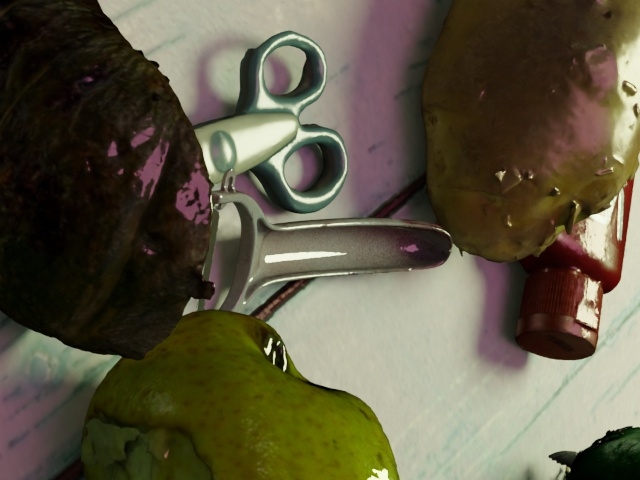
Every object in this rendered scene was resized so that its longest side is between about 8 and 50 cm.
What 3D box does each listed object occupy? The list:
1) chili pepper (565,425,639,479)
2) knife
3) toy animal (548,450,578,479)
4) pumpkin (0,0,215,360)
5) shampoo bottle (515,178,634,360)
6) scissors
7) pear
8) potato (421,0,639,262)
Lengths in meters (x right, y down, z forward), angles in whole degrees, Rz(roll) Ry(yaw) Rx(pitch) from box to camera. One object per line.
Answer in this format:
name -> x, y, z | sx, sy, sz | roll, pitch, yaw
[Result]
chili pepper -> 0.308, 0.288, 1.539 | 0.233, 0.256, 0.248 | 45, 60, -52
knife -> -0.001, -0.001, 1.404 | 0.278, 0.053, 0.123 | -6, 115, -50
toy animal -> 0.223, 0.206, 1.635 | 0.050, 0.028, 0.084 | -49, 129, -36
pumpkin -> -0.151, -0.062, 1.147 | 0.111, 0.163, 0.278 | -3, 94, -50
shampoo bottle -> 0.227, -0.053, 1.655 | 0.118, 0.076, 0.314 | 34, 58, -43
scissors -> -0.076, -0.063, 1.349 | 0.289, 0.041, 0.138 | -24, 108, -48
pear -> -0.056, 0.164, 1.181 | 0.164, 0.238, 0.255 | 22, 68, -37
potato -> 0.181, -0.120, 1.553 | 0.191, 0.141, 0.296 | 20, 75, 2
